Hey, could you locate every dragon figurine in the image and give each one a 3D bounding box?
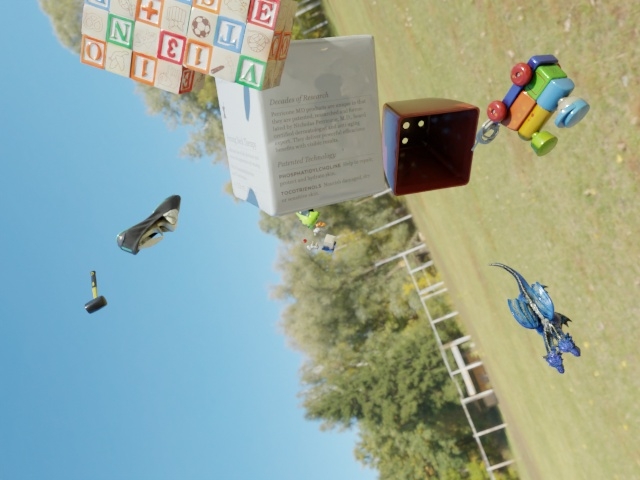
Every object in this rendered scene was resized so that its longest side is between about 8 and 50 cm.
[{"bbox_3d":[0.467,0.145,1.253,0.144,0.085,0.289,12,-135,-60],"label":"dragon figurine"}]

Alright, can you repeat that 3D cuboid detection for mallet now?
[{"bbox_3d":[-0.726,0.163,1.830,0.190,0.062,0.039,46,167,48],"label":"mallet"}]

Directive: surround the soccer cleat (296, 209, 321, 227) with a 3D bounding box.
[{"bbox_3d":[-0.062,-0.114,1.838,0.179,0.072,0.060,47,-166,33],"label":"soccer cleat"}]

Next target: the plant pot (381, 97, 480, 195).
[{"bbox_3d":[0.321,-0.330,1.860,0.236,0.267,0.267,-120,24,-53],"label":"plant pot"}]

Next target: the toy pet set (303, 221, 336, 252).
[{"bbox_3d":[0.000,0.000,2.098,0.065,0.114,0.122,100,-171,-45],"label":"toy pet set"}]

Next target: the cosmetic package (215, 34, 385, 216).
[{"bbox_3d":[-0.060,-0.310,1.505,0.329,0.327,0.394,27,128,61],"label":"cosmetic package"}]

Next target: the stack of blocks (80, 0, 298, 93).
[{"bbox_3d":[-0.201,-0.314,0.869,0.087,0.296,0.171,-55,-18,-65],"label":"stack of blocks"}]

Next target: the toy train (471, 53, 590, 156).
[{"bbox_3d":[0.396,-0.216,1.108,0.143,0.105,0.248,60,146,27],"label":"toy train"}]

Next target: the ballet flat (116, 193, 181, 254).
[{"bbox_3d":[-0.383,-0.033,1.352,0.203,0.074,0.074,-45,-62,-39],"label":"ballet flat"}]
